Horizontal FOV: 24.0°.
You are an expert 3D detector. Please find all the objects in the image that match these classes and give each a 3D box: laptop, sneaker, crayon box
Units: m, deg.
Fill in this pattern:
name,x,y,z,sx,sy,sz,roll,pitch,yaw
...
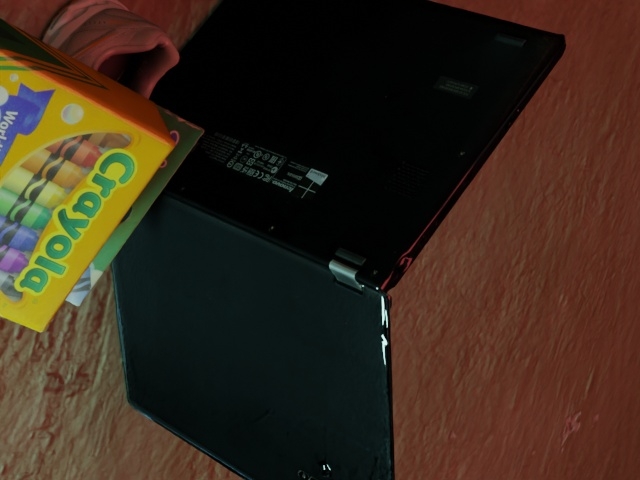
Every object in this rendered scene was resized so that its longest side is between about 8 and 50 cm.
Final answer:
name,x,y,z,sx,sy,sz,roll,pitch,yaw
laptop,0.000,0.000,1.348,0.408,0.382,0.236,-53,136,-14
sneaker,-0.223,-0.094,1.277,0.262,0.121,0.099,-57,136,-10
crayon box,-0.263,-0.061,1.179,0.323,0.083,0.203,27,108,-33
